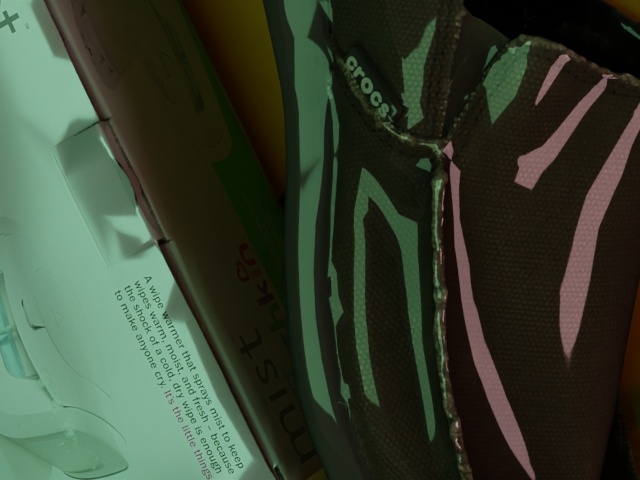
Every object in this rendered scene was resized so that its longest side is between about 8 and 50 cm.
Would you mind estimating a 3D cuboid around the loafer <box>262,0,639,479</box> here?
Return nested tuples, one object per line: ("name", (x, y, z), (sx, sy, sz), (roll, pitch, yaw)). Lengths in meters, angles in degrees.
("loafer", (0.063, -0.031, 0.676), (0.130, 0.134, 0.366), (-7, 99, 37))

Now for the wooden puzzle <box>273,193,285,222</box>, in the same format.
("wooden puzzle", (0.000, 0.000, 0.809), (0.083, 0.006, 0.049), (-32, 84, 37))

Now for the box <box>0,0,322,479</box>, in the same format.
("box", (-0.141, 0.014, 0.795), (0.231, 0.127, 0.262), (-27, 88, 21))
